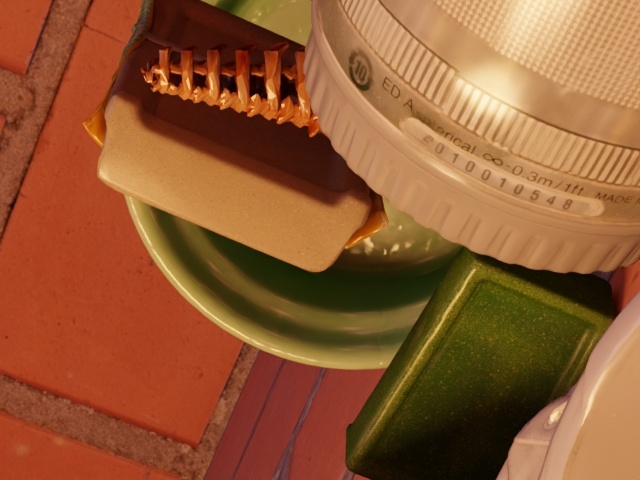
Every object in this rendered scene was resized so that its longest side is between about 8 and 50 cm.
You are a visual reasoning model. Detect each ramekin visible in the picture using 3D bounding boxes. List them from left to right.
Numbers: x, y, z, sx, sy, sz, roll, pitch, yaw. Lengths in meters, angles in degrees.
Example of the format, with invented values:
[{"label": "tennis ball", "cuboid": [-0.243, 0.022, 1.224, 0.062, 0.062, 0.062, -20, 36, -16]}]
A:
[{"label": "ramekin", "cuboid": [0.027, -0.079, 1.201, 0.148, 0.303, 0.303, -59, -8, -76]}]

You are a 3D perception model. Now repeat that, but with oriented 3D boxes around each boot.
[{"label": "boot", "cuboid": [0.113, 0.076, 0.668, 0.123, 0.095, 0.258, -90, 21, -60]}]

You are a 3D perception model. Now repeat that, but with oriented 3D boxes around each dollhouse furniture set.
[{"label": "dollhouse furniture set", "cuboid": [0.000, 0.000, 1.029, 0.197, 0.301, 0.151, -81, 17, -61]}]

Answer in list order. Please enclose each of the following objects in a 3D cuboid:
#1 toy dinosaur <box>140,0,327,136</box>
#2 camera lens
[{"label": "toy dinosaur", "cuboid": [0.062, -0.134, 0.976, 0.164, 0.218, 0.322, -28, -10, 39]}, {"label": "camera lens", "cuboid": [0.129, -0.149, 0.769, 0.219, 0.219, 0.274, -74, 8, -51]}]
